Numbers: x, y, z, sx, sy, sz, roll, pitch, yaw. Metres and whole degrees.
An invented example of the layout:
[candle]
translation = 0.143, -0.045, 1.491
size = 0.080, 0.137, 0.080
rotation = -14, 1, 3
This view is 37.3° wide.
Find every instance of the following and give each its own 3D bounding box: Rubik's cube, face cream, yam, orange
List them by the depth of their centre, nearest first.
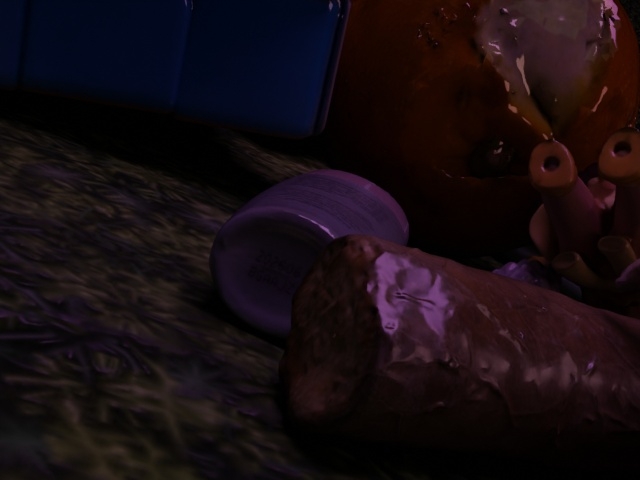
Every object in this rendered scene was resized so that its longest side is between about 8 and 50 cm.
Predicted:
[yam]
translation = 0.143, 0.071, 0.428
size = 0.356, 0.081, 0.081
rotation = 16, 15, -33
[face cream]
translation = 0.000, 0.000, 0.498
size = 0.084, 0.057, 0.198
rotation = 26, 12, 6
[Rubik's cube]
translation = -0.137, -0.260, 0.668
size = 0.291, 0.291, 0.291
rotation = 7, 18, -16
[orange]
translation = 0.110, -0.105, 0.696
size = 0.239, 0.240, 0.240
rotation = 22, 13, -6

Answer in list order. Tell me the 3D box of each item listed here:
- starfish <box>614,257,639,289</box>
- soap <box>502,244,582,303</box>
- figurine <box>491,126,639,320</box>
[starfish]
translation = 0.209, 0.083, 0.348
size = 0.216, 0.071, 0.238
rotation = 45, 24, -6
[soap]
translation = 0.238, 0.023, 0.789
size = 0.114, 0.063, 0.198
rotation = 13, 18, -44
[figurine]
translation = 0.179, 0.006, 0.555
size = 0.174, 0.116, 0.240
rotation = 0, -9, 28
